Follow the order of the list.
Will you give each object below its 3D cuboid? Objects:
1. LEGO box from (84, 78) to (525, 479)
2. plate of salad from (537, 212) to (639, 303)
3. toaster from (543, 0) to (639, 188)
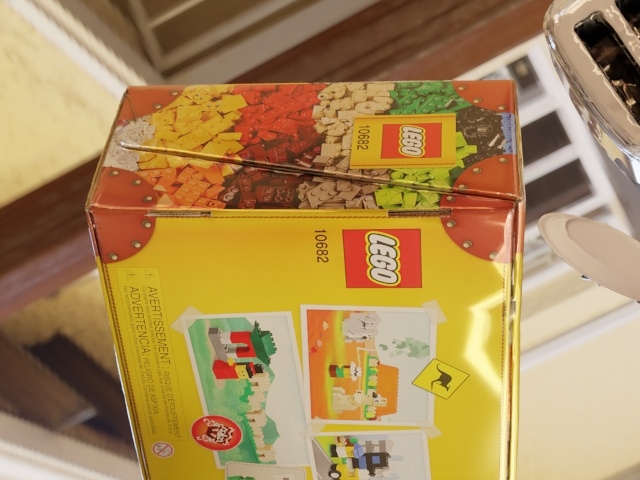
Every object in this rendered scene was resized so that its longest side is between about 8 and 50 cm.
[{"bbox_3d":[0.006,0.103,1.395,0.193,0.372,0.500,-83,-8,-51],"label":"LEGO box"},{"bbox_3d":[0.359,0.029,1.787,0.200,0.048,0.200,22,-156,-10],"label":"plate of salad"},{"bbox_3d":[0.283,-0.137,1.224,0.227,0.129,0.146,61,-168,17],"label":"toaster"}]
